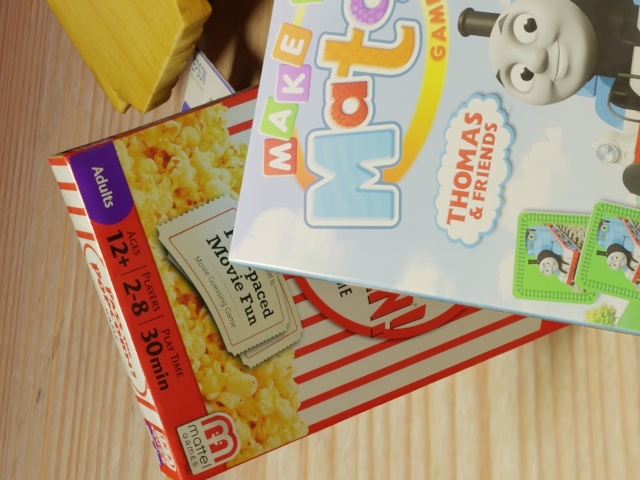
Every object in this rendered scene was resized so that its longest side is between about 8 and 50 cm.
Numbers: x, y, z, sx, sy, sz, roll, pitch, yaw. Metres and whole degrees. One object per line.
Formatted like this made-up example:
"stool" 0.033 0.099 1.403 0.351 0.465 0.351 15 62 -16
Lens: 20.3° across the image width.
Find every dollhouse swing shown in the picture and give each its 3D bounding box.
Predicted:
"dollhouse swing" -0.082 -0.330 1.398 0.315 0.305 0.347 57 161 4

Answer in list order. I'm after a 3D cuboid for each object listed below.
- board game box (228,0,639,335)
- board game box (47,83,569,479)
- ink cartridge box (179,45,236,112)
"board game box" 0.077 -0.052 0.679 0.211 0.039 0.160 9 88 26
"board game box" 0.000 0.000 0.769 0.147 0.193 0.045 71 163 -8
"ink cartridge box" -0.084 -0.018 1.308 0.206 0.045 0.208 -126 51 -65
